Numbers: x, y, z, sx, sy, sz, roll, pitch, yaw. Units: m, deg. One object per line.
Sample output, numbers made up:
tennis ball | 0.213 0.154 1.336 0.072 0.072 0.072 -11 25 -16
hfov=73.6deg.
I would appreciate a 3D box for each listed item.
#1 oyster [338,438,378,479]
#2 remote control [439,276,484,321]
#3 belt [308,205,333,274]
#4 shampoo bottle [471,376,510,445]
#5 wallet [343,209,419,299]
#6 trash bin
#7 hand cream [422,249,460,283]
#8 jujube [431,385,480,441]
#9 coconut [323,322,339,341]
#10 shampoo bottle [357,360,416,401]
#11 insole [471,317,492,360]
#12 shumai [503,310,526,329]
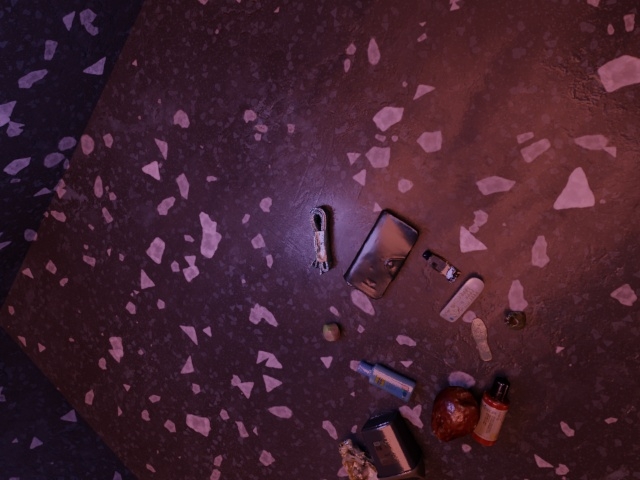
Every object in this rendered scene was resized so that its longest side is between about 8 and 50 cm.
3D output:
oyster | 0.212 1.075 2.017 0.201 0.107 0.354 -11 110 43
remote control | 0.571 0.235 1.730 0.073 0.044 0.229 28 118 -3
belt | 0.000 0.000 1.888 0.088 0.072 0.302 -1 98 17
shampoo bottle | 0.699 0.685 1.736 0.105 0.104 0.277 17 106 17
wallet | 0.255 0.070 1.814 0.197 0.051 0.377 34 112 13
trash bin | 0.321 0.928 1.895 0.210 0.182 0.290 -28 84 24
hand cream | 0.487 0.102 1.741 0.163 0.039 0.062 39 110 3
jujube | 0.545 0.720 1.764 0.190 0.190 0.255 28 120 14
coconut | 0.052 0.418 1.949 0.083 0.081 0.082 53 131 42
shampoo bottle | 0.287 0.617 1.905 0.259 0.061 0.103 23 108 16
insole | 0.658 0.405 1.749 0.064 0.004 0.188 -15 95 24
shumai | 0.755 0.317 1.652 0.083 0.080 0.082 -39 87 21
